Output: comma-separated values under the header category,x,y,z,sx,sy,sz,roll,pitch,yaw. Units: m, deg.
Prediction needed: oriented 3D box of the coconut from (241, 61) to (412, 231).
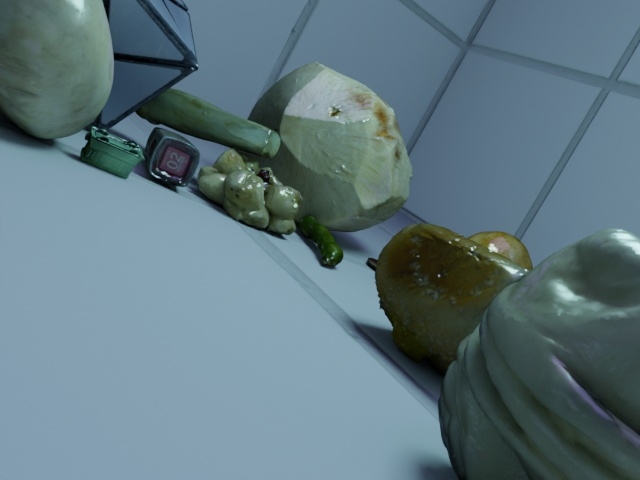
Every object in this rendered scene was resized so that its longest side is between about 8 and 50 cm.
category,x,y,z,sx,sy,sz,roll,pitch,yaw
coconut,0.019,-0.198,1.535,0.415,0.344,0.415,29,5,-3

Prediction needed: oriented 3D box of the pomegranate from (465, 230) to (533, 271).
category,x,y,z,sx,sy,sz,roll,pitch,yaw
pomegranate,0.394,0.078,1.577,0.207,0.207,0.207,28,9,-5

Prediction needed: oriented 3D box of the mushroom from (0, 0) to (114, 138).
category,x,y,z,sx,sy,sz,roll,pitch,yaw
mushroom,-0.423,-0.306,0.939,0.315,0.315,0.356,31,1,15

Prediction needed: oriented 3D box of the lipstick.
category,x,y,z,sx,sy,sz,roll,pitch,yaw
lipstick,-0.281,-0.164,1.256,0.077,0.078,0.253,22,8,-21

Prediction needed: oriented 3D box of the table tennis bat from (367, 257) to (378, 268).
category,x,y,z,sx,sy,sz,roll,pitch,yaw
table tennis bat,0.154,0.074,1.468,0.131,0.022,0.234,31,8,12

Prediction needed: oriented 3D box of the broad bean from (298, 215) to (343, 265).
category,x,y,z,sx,sy,sz,roll,pitch,yaw
broad bean,0.001,0.000,1.323,0.053,0.052,0.256,-15,22,-7

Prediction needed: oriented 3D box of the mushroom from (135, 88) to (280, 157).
category,x,y,z,sx,sy,sz,roll,pitch,yaw
mushroom,-0.227,-0.236,1.329,0.312,0.081,0.100,20,7,17

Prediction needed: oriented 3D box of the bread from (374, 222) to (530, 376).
category,x,y,z,sx,sy,sz,roll,pitch,yaw
bread,0.189,0.100,0.913,0.195,0.176,0.246,37,-2,-42

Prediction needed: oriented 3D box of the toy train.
category,x,y,z,sx,sy,sz,roll,pitch,yaw
toy train,-0.320,-0.133,1.038,0.093,0.056,0.038,22,28,-34

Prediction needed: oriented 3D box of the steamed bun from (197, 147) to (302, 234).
category,x,y,z,sx,sy,sz,roll,pitch,yaw
steamed bun,-0.133,-0.099,1.266,0.192,0.106,0.177,20,10,-36

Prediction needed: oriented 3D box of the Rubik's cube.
category,x,y,z,sx,sy,sz,roll,pitch,yaw
Rubik's cube,-0.402,-0.399,1.262,0.255,0.260,0.259,47,20,-43

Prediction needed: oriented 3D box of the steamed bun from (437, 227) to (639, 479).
category,x,y,z,sx,sy,sz,roll,pitch,yaw
steamed bun,0.200,0.144,0.563,0.280,0.207,0.267,50,26,-59
